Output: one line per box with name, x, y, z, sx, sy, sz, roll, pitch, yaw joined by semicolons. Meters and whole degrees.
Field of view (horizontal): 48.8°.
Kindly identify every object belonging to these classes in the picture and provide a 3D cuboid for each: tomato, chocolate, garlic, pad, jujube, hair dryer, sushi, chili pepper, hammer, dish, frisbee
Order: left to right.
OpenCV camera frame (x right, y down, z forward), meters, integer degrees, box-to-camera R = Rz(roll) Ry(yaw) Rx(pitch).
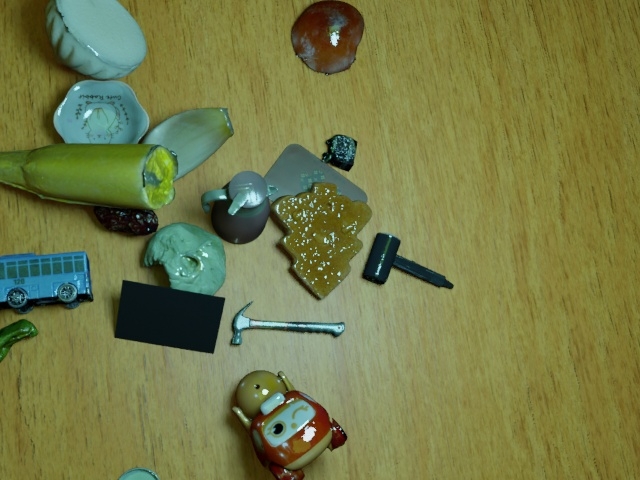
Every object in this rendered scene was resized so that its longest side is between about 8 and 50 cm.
chili pepper;-0.754;0.255;1.630;0.204;0.072;0.073;-42;90;-17
chocolate;-0.568;-0.161;1.679;0.445;0.162;0.162;5;75;15
dish;-0.552;-0.294;1.794;0.229;0.081;0.229;2;81;-12
jujube;-0.475;-0.059;1.741;0.166;0.104;0.104;25;73;8
frisbee;-0.426;0.588;1.652;0.110;0.014;0.110;2;78;-11
pad;-0.365;0.188;1.707;0.246;0.006;0.170;10;114;-9
garlic;-0.356;-0.249;1.805;0.318;0.112;0.143;-37;110;-23
hammer;-0.080;0.218;1.796;0.288;0.033;0.111;6;77;-11
pad;-0.017;-0.129;1.902;0.267;0.004;0.181;35;73;-2
tomato;0.024;-0.588;1.961;0.199;0.112;0.228;13;73;-6
sushi;0.053;-0.244;1.914;0.085;0.056;0.083;17;75;-8
hair dryer;0.241;0.088;1.878;0.255;0.070;0.128;26;74;-9

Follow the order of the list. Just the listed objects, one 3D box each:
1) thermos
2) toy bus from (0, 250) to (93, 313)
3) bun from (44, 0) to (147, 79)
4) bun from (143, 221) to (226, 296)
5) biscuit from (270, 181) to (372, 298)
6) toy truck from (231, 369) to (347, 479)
thermos;-0.202;-0.087;1.720;0.176;0.265;0.146;-7;79;-11
toy bus;-0.664;0.096;1.664;0.234;0.116;0.133;-5;78;-14
bun;-0.591;-0.501;1.784;0.263;0.175;0.263;35;38;-33
bun;-0.333;0.056;1.734;0.212;0.126;0.203;26;72;-4
biscuit;0.000;0.000;1.844;0.284;0.043;0.306;5;83;-22
toy truck;-0.092;0.416;1.638;0.189;0.265;0.239;-36;97;-18
